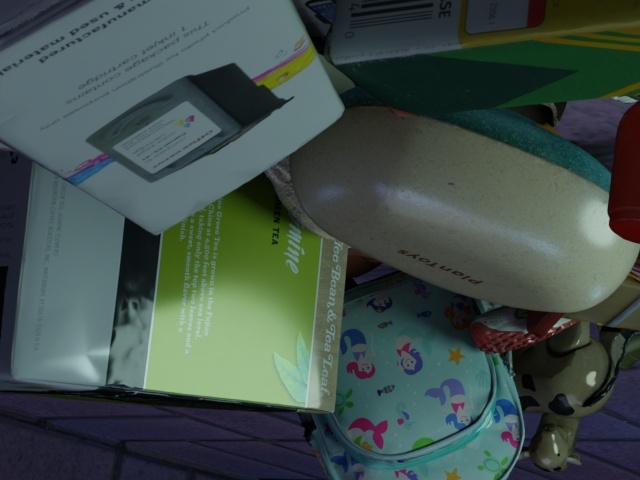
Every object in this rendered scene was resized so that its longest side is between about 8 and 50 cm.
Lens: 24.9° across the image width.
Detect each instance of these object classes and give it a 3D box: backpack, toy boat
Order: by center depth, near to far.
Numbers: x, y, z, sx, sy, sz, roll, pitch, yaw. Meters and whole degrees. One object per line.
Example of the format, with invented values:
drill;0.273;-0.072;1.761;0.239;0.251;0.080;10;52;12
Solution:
toy boat;0.146;-0.054;0.971;0.267;0.148;0.318;24;161;-26
backpack;0.088;0.161;1.470;0.225;0.253;0.191;-19;169;-4

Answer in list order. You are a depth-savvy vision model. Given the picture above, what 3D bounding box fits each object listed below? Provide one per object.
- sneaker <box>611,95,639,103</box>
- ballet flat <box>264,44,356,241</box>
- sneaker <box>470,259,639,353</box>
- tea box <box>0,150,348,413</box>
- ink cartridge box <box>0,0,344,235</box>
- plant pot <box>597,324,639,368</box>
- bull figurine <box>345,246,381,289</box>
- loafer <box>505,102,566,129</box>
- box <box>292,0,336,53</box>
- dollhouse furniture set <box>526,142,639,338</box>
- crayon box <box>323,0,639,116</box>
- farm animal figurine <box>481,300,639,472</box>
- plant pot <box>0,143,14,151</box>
sneaker;0.228;-0.150;0.954;0.106;0.078;0.234;4;161;23
ballet flat;0.002;-0.081;1.119;0.106;0.107;0.316;6;160;33
sneaker;0.219;0.041;1.415;0.225;0.092;0.088;-29;179;-38
tea box;-0.200;0.030;1.274;0.324;0.220;0.329;13;168;-41
ink cartridge box;-0.109;-0.146;0.618;0.131;0.226;0.306;-30;170;3
plant pot;0.390;0.104;1.744;0.079;0.083;0.083;-23;147;38
bull figurine;0.000;0.000;1.492;0.188;0.101;0.310;-8;167;-28
loafer;0.134;-0.064;1.192;0.134;0.130;0.366;6;163;8
box;0.007;-0.174;1.072;0.081;0.028;0.136;0;164;26
dollhouse furniture set;0.329;-0.032;1.214;0.201;0.152;0.374;11;154;-9
crayon box;0.168;-0.175;0.685;0.319;0.202;0.081;-2;161;32
farm animal figurine;0.230;0.168;1.694;0.330;0.172;0.327;35;152;-18
plant pot;-0.187;-0.165;0.911;0.284;0.191;0.284;7;164;2
